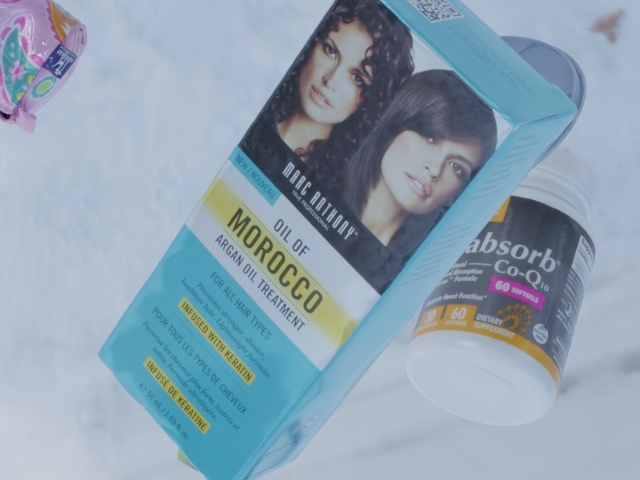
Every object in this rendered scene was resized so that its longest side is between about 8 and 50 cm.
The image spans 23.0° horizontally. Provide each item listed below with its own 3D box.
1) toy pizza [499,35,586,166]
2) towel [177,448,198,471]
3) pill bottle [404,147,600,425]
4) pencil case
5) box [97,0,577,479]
[{"bbox_3d":[0.088,-0.073,1.086,0.201,0.201,0.032,-27,123,0],"label":"toy pizza"},{"bbox_3d":[-0.118,0.237,1.735,0.083,0.009,0.060,20,125,15],"label":"towel"},{"bbox_3d":[0.201,0.042,1.669,0.162,0.162,0.278,33,58,-19],"label":"pill bottle"},{"bbox_3d":[-0.346,-0.213,1.404,0.284,0.124,0.124,33,101,-3],"label":"pencil case"},{"bbox_3d":[0.000,0.000,0.718,0.100,0.060,0.244,46,122,16],"label":"box"}]
